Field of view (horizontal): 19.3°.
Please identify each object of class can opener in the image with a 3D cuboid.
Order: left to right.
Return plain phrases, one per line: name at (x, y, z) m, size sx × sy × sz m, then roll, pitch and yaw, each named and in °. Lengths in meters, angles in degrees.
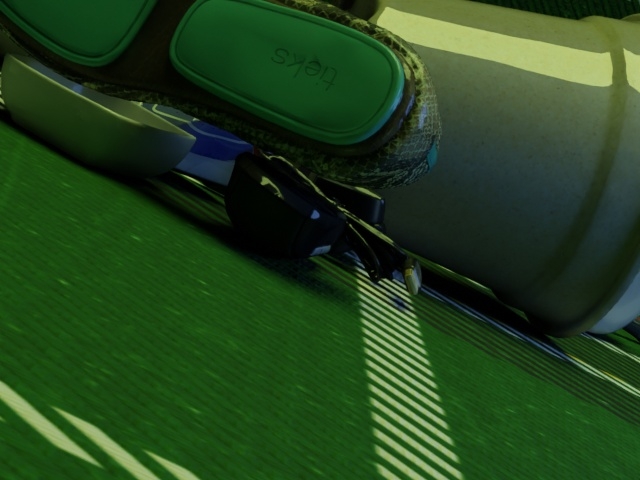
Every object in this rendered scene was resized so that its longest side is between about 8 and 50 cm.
can opener at (-0.023, -0.038, 1.714) m, size 0.186 × 0.073 × 0.059 m, roll 19°, pitch 11°, yaw 23°

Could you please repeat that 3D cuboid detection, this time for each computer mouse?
computer mouse at (0.000, 0.000, 1.540) m, size 0.184 × 0.060 × 0.262 m, roll 37°, pitch 5°, yaw 0°

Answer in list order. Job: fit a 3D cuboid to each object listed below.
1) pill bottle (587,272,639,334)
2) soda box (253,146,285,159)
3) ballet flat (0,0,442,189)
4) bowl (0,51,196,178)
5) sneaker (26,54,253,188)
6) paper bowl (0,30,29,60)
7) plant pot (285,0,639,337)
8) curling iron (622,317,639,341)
pill bottle at (0.227, -0.058, 2.178) m, size 0.363 × 0.210 × 0.210 m, roll 30°, pitch 7°, yaw 32°
soda box at (-0.083, -0.126, 2.017) m, size 0.083 × 0.092 × 0.263 m, roll 18°, pitch 10°, yaw -41°
ballet flat at (-0.111, -0.164, 1.538) m, size 0.482 × 0.164 × 0.182 m, roll 29°, pitch -10°, yaw 20°
bowl at (-0.189, -0.097, 1.545) m, size 0.142 × 0.053 × 0.142 m, roll 29°, pitch 6°, yaw 27°
sneaker at (-0.165, -0.179, 1.723) m, size 0.127 × 0.182 × 0.315 m, roll 19°, pitch 9°, yaw -41°
paper bowl at (-0.268, -0.257, 1.996) m, size 0.284 × 0.148 × 0.284 m, roll 18°, pitch 13°, yaw -4°
plant pot at (0.140, -0.103, 1.820) m, size 0.305 × 0.334 × 0.334 m, roll 16°, pitch 9°, yaw -17°
curling iron at (0.399, 0.108, 2.300) m, size 0.274 × 0.035 × 0.068 m, roll 23°, pitch 7°, yaw -27°
